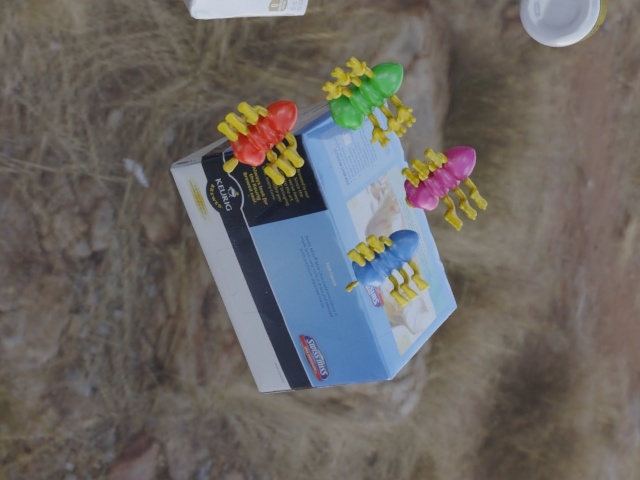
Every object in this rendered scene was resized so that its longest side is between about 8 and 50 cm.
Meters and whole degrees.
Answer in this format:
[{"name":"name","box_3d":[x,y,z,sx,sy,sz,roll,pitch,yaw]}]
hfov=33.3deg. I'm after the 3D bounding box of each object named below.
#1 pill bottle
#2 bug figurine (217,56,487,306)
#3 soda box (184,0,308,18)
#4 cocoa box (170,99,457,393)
[{"name":"pill bottle","box_3d":[0.332,-0.316,1.447,0.184,0.103,0.103,-31,131,-67]},{"name":"bug figurine","box_3d":[0.041,-0.069,1.099,0.279,0.216,0.072,46,30,-17]},{"name":"soda box","box_3d":[-0.029,-0.217,0.519,0.069,0.074,0.216,-8,139,-22]},{"name":"cocoa box","box_3d":[0.000,0.000,1.464,0.231,0.228,0.347,-39,112,-52]}]
